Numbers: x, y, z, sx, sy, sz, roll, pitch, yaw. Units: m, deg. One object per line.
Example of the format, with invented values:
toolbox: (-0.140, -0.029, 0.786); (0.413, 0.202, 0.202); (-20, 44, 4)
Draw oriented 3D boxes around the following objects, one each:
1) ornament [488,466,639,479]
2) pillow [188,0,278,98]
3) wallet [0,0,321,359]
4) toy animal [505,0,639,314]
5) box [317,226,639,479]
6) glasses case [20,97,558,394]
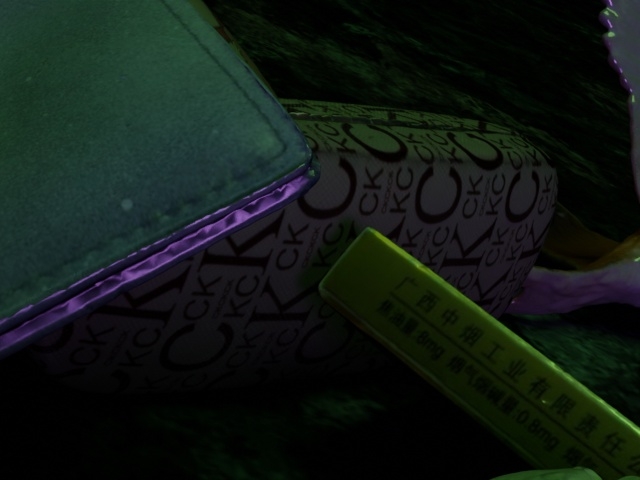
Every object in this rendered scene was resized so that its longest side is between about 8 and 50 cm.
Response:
ornament: (0.119, 0.178, 0.377); (0.120, 0.130, 0.285); (-15, 37, -28)
pillow: (-0.098, -0.093, 0.807); (0.223, 0.084, 0.236); (50, 20, -7)
wallet: (-0.165, -0.049, 0.527); (0.251, 0.054, 0.290); (-31, 42, -9)
toy animal: (0.217, 0.006, 0.908); (0.302, 0.225, 0.284); (39, 42, 9)
box: (0.144, 0.119, 0.564); (0.311, 0.043, 0.173); (38, -3, 32)
glasses case: (0.000, 0.000, 0.663); (0.355, 0.137, 0.085); (-2, 32, -48)
